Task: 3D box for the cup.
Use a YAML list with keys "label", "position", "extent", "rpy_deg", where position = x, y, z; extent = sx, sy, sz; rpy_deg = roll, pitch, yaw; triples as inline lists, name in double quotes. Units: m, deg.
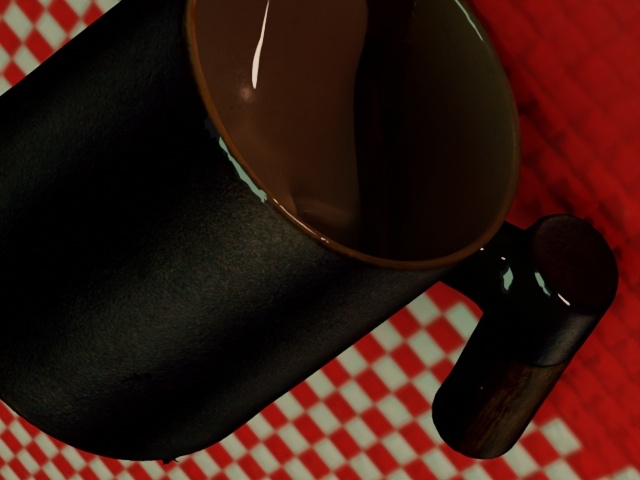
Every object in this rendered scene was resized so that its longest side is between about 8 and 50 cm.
- label: "cup"
  position: [-0.004, -0.016, 0.676]
  extent: [0.177, 0.239, 0.166]
  rpy_deg: [-35, 52, 46]
